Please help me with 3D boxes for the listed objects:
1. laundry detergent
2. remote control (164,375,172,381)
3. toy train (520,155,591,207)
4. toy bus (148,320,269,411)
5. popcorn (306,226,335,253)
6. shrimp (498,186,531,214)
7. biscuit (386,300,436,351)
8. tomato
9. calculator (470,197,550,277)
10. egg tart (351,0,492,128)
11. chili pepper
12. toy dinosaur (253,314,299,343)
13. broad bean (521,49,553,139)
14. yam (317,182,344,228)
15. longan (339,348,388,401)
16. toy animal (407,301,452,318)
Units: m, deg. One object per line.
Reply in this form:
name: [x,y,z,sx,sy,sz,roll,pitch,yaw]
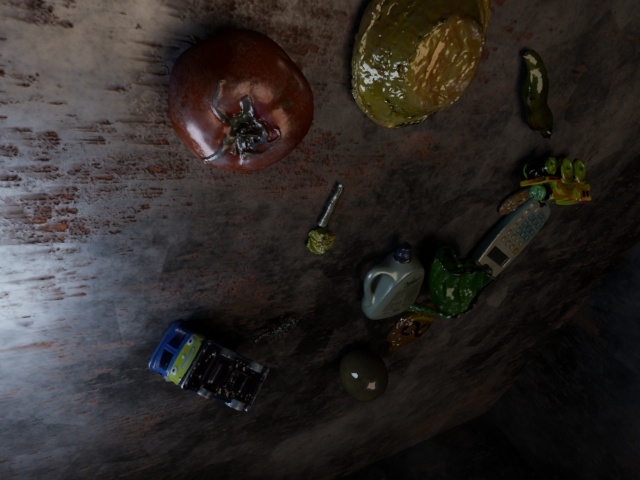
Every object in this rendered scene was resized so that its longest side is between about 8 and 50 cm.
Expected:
laundry detergent: [0.233,0.123,1.323,0.215,0.105,0.280,-17,138,-18]
remote control: [-0.345,0.396,1.256,0.261,0.029,0.067,16,117,-45]
toy train: [0.773,-0.188,1.351,0.297,0.101,0.160,-3,87,-32]
toy bus: [-0.290,0.344,1.112,0.138,0.175,0.287,-62,142,-18]
popcorn: [0.002,0.002,1.090,0.083,0.059,0.068,-37,140,15]
shrimp: [0.698,-0.151,1.433,0.184,0.043,0.091,-37,147,11]
biscuit: [0.378,0.361,1.698,0.209,0.041,0.290,16,118,-41]
tomato: [-0.134,-0.230,0.680,0.232,0.188,0.231,-7,131,-8]
calculator: [0.728,-0.012,1.571,0.256,0.054,0.386,25,111,-45]
egg tart: [0.217,-0.369,0.827,0.342,0.132,0.341,-19,138,-18]
chili pepper: [0.471,0.130,1.438,0.213,0.167,0.385,-23,147,2]
toy dinosaur: [-0.135,0.271,1.256,0.154,0.055,0.049,-27,142,-14]
broad bean: [0.590,-0.376,1.124,0.077,0.061,0.339,-47,139,2]
yam: [0.032,-0.089,1.044,0.033,0.027,0.129,27,120,-3]
longan: [0.168,0.521,1.595,0.197,0.196,0.220,-24,141,-13]
toy animal: [0.371,0.251,1.499,0.075,0.217,0.041,34,70,-64]
